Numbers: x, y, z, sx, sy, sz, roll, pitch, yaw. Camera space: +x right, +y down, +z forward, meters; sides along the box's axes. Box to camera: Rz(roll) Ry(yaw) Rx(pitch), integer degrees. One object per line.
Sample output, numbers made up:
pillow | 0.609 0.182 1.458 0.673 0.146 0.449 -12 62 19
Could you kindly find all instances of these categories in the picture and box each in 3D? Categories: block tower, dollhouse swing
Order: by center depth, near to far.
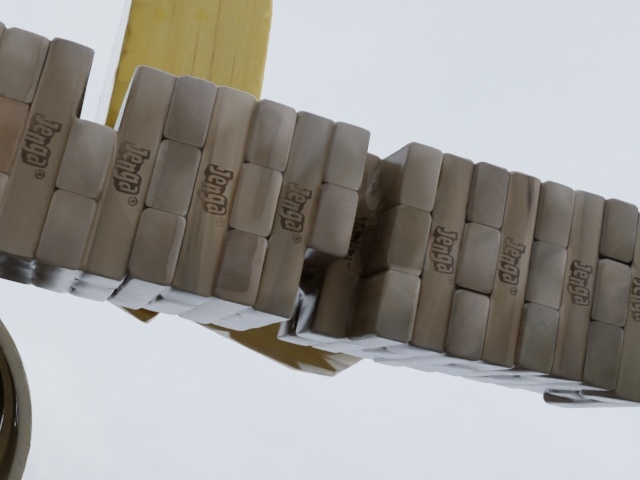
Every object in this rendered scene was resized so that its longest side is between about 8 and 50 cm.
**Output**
block tower | 0.000 0.000 0.411 0.335 0.097 0.091 16 -13 -16
dollhouse swing | -0.072 -0.065 0.884 0.305 0.315 0.347 13 -24 -16

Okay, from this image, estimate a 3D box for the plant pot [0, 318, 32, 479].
plant pot | -0.453 0.143 0.899 0.334 0.334 0.305 52 -8 -13
